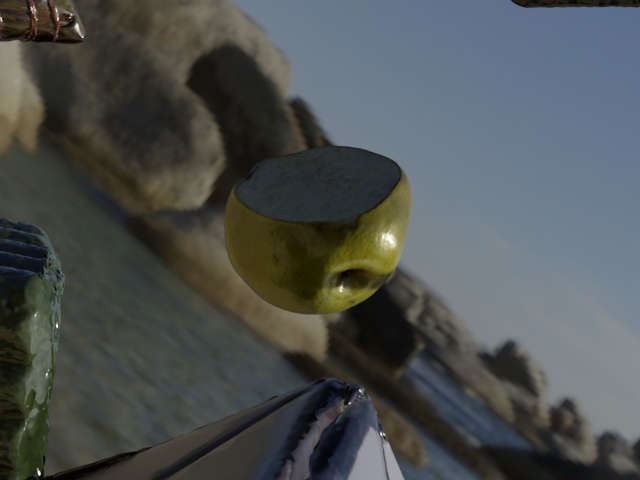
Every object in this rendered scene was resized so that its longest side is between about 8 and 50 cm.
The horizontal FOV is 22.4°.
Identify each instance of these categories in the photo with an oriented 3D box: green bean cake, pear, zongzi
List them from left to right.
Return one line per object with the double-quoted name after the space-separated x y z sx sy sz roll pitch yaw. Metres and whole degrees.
-0.200 0.084 0.923 0.094 0.185 0.183 7 10 -9 "green bean cake"
-0.164 -0.114 0.773 0.073 0.083 0.067 -105 177 -80 "zongzi"
0.000 0.000 1.185 0.141 0.141 0.104 39 -37 45 "pear"

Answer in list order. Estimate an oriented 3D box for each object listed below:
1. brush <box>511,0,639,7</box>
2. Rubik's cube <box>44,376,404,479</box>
0.132 -0.225 0.932 0.123 0.059 0.197 6 -46 47 "brush"
-0.069 0.301 1.026 0.307 0.305 0.310 65 14 -9 "Rubik's cube"
